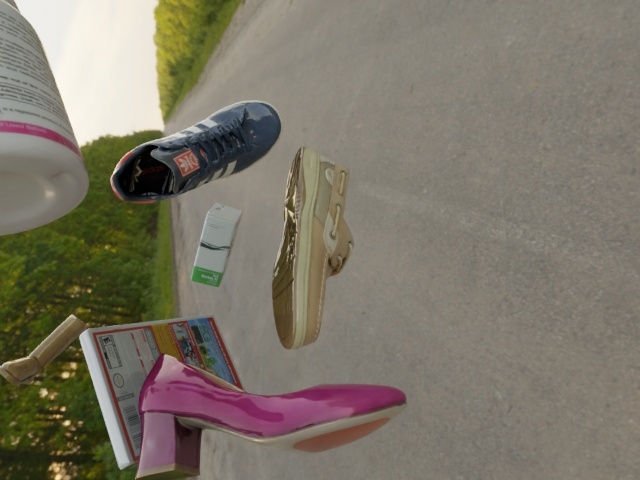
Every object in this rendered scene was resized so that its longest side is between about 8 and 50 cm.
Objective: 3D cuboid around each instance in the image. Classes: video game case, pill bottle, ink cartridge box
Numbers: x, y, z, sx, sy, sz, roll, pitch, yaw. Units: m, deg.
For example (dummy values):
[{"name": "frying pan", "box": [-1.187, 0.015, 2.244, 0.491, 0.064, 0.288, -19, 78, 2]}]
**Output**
[{"name": "video game case", "box": [-0.248, 0.233, 0.710, 0.025, 0.285, 0.204, -35, 72, 19]}, {"name": "pill bottle", "box": [-0.372, -0.161, 0.441, 0.160, 0.161, 0.283, -45, 66, 50]}, {"name": "ink cartridge box", "box": [-0.303, 0.009, 1.215, 0.153, 0.087, 0.208, -99, 27, -72]}]

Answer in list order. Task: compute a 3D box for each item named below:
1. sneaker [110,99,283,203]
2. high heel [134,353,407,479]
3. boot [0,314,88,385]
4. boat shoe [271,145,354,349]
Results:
[{"name": "sneaker", "box": [-0.230, -0.159, 0.784, 0.350, 0.131, 0.148, -27, 17, 0]}, {"name": "high heel", "box": [-0.081, 0.200, 0.570, 0.127, 0.378, 0.181, 71, -173, -51]}, {"name": "boot", "box": [-0.981, 0.378, 1.469, 0.269, 0.089, 0.236, -50, 5, -26]}, {"name": "boat shoe", "box": [0.000, 0.000, 0.631, 0.121, 0.110, 0.340, 130, 149, -55]}]
